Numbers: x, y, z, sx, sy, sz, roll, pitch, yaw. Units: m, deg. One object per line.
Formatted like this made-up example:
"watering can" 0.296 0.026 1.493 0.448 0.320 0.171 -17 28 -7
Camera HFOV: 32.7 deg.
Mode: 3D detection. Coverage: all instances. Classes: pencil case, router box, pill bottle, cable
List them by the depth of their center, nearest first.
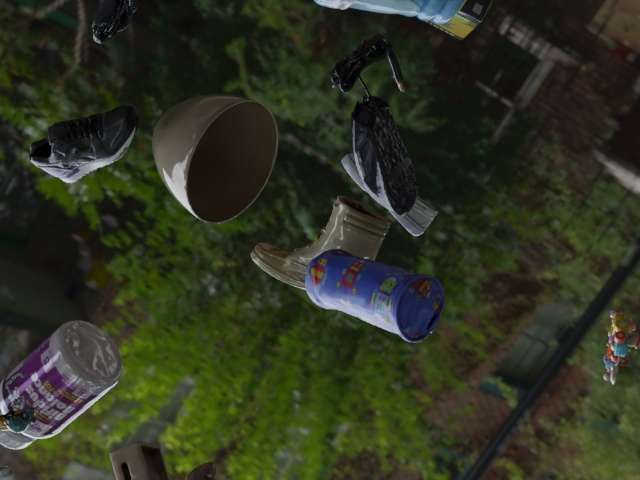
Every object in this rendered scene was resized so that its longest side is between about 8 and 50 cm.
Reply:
"pencil case" 0.097 0.096 1.972 0.133 0.119 0.306 41 167 -32
"cable" -0.384 -0.463 2.140 0.047 0.184 0.150 32 -177 1
"router box" 0.179 -0.513 2.142 0.309 0.081 0.243 27 -179 -2
"pill bottle" -0.574 0.315 2.314 0.169 0.301 0.169 39 -154 -23

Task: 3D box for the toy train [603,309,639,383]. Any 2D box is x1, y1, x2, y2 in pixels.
"toy train" 0.503 0.182 1.813 0.046 0.125 0.166 5 -176 10

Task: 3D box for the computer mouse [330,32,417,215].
"computer mouse" 0.086 -0.175 1.632 0.184 0.060 0.262 -54 -53 -47

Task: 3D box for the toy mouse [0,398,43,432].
"toy mouse" -0.534 0.314 1.828 0.031 0.161 0.143 71 163 -3

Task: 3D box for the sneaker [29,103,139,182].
"sneaker" -0.512 -0.214 2.333 0.124 0.283 0.107 23 -132 -44

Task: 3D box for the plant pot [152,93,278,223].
"plant pot" -0.257 -0.203 2.385 0.191 0.284 0.284 27 -172 30

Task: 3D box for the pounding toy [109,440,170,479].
"pounding toy" -0.398 0.518 2.346 0.130 0.100 0.141 38 -150 -66

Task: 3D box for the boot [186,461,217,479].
"boot" -0.183 0.385 1.703 0.042 0.087 0.118 45 -128 -10

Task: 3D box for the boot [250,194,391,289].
"boot" 0.000 0.000 2.178 0.262 0.203 0.095 23 -164 21

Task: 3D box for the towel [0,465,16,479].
"towel" -0.583 0.482 1.958 0.023 0.113 0.152 -81 -24 -69

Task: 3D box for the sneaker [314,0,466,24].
"sneaker" 0.110 -0.373 1.195 0.208 0.319 0.127 14 163 -14

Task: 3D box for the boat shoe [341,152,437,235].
"boat shoe" 0.146 -0.111 2.244 0.226 0.076 0.083 43 -164 0
